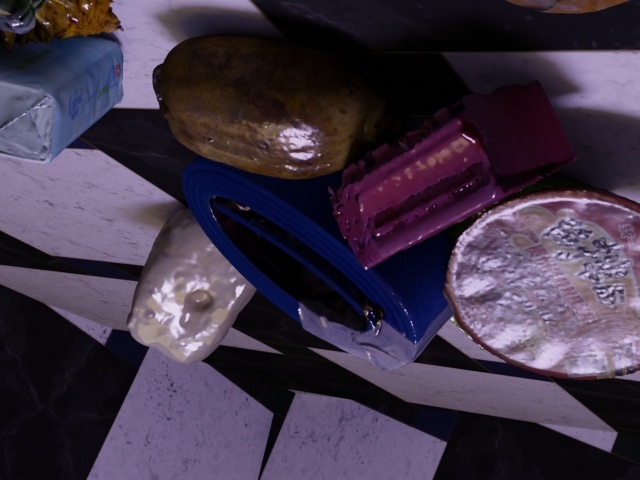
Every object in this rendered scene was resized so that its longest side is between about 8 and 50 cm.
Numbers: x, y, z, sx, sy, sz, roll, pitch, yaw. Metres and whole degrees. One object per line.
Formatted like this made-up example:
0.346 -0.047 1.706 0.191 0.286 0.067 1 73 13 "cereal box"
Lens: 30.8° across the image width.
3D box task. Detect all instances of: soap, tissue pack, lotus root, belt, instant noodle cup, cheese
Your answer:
0.109 -0.059 1.125 0.162 0.099 0.250 -26 178 -45 "soap"
-0.306 -0.159 1.140 0.177 0.089 0.263 12 -162 1 "tissue pack"
-0.039 -0.131 1.145 0.260 0.129 0.145 9 155 11 "lotus root"
0.000 0.000 1.337 0.347 0.117 0.212 35 147 18 "belt"
0.269 0.026 1.224 0.273 0.091 0.274 8 132 9 "instant noodle cup"
-0.190 0.031 1.891 0.173 0.251 0.248 30 126 -12 "cheese"

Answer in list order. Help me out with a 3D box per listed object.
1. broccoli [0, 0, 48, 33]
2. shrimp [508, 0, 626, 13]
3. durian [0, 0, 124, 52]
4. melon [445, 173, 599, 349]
-0.147 -0.235 0.823 0.274 0.177 0.198 0 159 8 "broccoli"
0.112 -0.231 0.793 0.296 0.058 0.169 16 156 -16 "shrimp"
-0.350 -0.247 1.019 0.341 0.112 0.191 15 167 0 "durian"
0.222 -0.013 1.351 0.169 0.129 0.265 31 133 -13 "melon"
